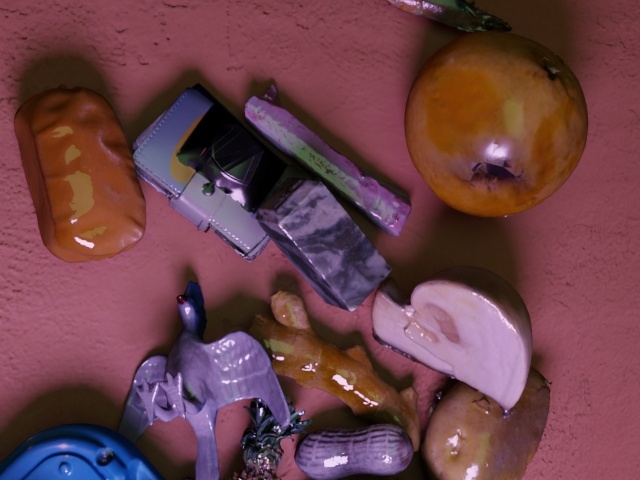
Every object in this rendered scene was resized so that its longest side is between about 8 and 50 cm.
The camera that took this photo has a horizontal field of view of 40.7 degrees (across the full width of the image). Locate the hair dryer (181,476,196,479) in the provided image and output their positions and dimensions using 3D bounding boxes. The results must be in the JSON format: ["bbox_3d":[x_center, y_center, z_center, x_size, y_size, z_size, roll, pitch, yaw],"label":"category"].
[{"bbox_3d":[-0.230,0.339,1.110,0.181,0.064,0.117,28,75,-3],"label":"hair dryer"}]

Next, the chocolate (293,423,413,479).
[{"bbox_3d":[0.042,0.283,1.154,0.167,0.072,0.072,-8,82,17],"label":"chocolate"}]

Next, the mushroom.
[{"bbox_3d":[0.204,0.084,1.183,0.236,0.173,0.162,27,42,15],"label":"mushroom"}]

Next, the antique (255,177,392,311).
[{"bbox_3d":[0.000,0.000,1.178,0.088,0.086,0.183,-45,113,-16],"label":"antique"}]

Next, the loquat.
[{"bbox_3d":[0.247,-0.166,1.226,0.263,0.263,0.263,2,81,-14],"label":"loquat"}]

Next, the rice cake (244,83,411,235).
[{"bbox_3d":[0.016,-0.118,1.248,0.290,0.051,0.081,39,66,-6],"label":"rice cake"}]

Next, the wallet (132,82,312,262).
[{"bbox_3d":[-0.135,-0.094,1.197,0.231,0.069,0.170,41,69,-7],"label":"wallet"}]

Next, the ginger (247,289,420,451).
[{"bbox_3d":[0.025,0.193,1.195,0.299,0.065,0.118,39,82,-9],"label":"ginger"}]

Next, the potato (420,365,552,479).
[{"bbox_3d":[0.229,0.261,1.204,0.138,0.098,0.243,30,74,-24],"label":"potato"}]

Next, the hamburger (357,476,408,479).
[{"bbox_3d":[0.072,0.457,1.126,0.259,0.144,0.283,-6,79,-19],"label":"hamburger"}]

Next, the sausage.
[{"bbox_3d":[-0.314,-0.088,1.121,0.136,0.120,0.241,-18,86,-31],"label":"sausage"}]

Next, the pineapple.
[{"bbox_3d":[-0.078,0.310,1.120,0.103,0.083,0.221,32,66,-48],"label":"pineapple"}]

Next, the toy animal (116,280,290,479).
[{"bbox_3d":[-0.154,0.181,1.106,0.239,0.176,0.255,-12,92,22],"label":"toy animal"}]

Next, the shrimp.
[{"bbox_3d":[0.191,-0.397,1.337,0.251,0.052,0.143,28,73,-8],"label":"shrimp"}]

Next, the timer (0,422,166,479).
[{"bbox_3d":[-0.290,0.407,1.018,0.309,0.115,0.340,-43,82,-7],"label":"timer"}]
